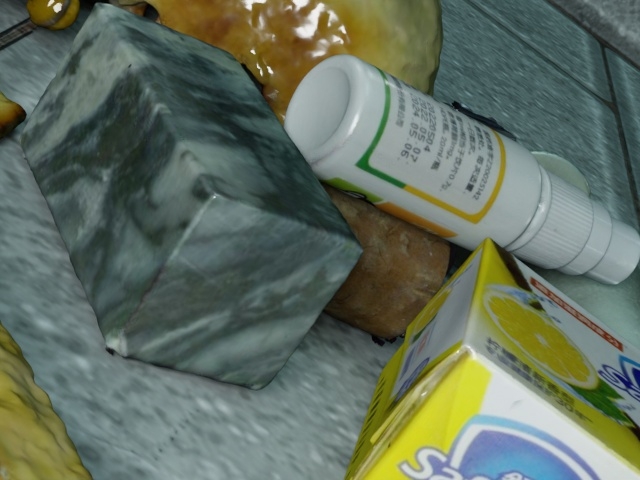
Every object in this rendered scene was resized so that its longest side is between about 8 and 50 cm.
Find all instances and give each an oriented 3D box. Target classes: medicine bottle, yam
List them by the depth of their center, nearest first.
[{"bbox_3d":[0.001,-0.003,0.807,0.127,0.084,0.084,28,21,-34],"label":"yam"},{"bbox_3d":[0.074,-0.033,0.808,0.220,0.061,0.092,23,14,-35],"label":"medicine bottle"}]

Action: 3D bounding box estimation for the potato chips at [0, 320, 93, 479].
[{"bbox_3d":[-0.104,0.063,0.472,0.407,0.057,0.080,52,8,37],"label":"potato chips"}]

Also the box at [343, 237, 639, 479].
[{"bbox_3d":[0.146,0.130,0.721,0.265,0.097,0.168,37,19,-1],"label":"box"}]

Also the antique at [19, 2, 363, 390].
[{"bbox_3d":[-0.067,-0.028,0.717,0.086,0.088,0.183,19,26,-37],"label":"antique"}]

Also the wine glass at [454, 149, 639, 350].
[{"bbox_3d":[0.148,0.047,0.915,0.103,0.103,0.231,28,23,-27],"label":"wine glass"}]

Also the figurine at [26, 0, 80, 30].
[{"bbox_3d":[-0.193,-0.213,0.898,0.176,0.186,0.287,4,21,36],"label":"figurine"}]

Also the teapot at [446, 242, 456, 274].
[{"bbox_3d":[0.045,-0.003,0.894,0.045,0.068,0.100,-78,154,-66],"label":"teapot"}]

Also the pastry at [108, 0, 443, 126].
[{"bbox_3d":[-0.007,-0.184,1.083,0.256,0.170,0.237,41,21,-4],"label":"pastry"}]

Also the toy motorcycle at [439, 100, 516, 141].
[{"bbox_3d":[0.119,-0.046,1.113,0.122,0.082,0.213,32,20,-12],"label":"toy motorcycle"}]

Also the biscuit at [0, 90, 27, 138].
[{"bbox_3d":[-0.245,-0.109,0.705,0.231,0.016,0.139,36,19,-5],"label":"biscuit"}]
